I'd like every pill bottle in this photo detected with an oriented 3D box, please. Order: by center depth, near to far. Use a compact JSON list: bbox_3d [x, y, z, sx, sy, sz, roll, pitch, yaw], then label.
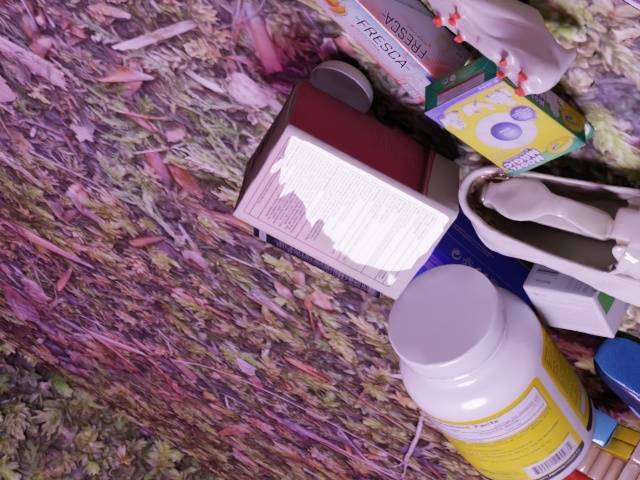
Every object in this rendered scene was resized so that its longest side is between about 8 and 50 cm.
[{"bbox_3d":[0.215,0.173,1.873,0.188,0.188,0.334,12,155,36],"label":"pill bottle"}]

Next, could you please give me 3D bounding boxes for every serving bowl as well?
[{"bbox_3d":[0.030,-0.191,1.782,0.083,0.027,0.083,25,155,13],"label":"serving bowl"}]

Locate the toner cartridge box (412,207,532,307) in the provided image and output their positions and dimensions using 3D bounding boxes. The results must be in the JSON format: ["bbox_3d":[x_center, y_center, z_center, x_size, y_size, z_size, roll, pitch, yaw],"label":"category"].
[{"bbox_3d":[0.115,-0.010,1.963,0.348,0.075,0.165,40,154,-17],"label":"toner cartridge box"}]

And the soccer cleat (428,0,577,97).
[{"bbox_3d":[0.176,-0.229,1.508,0.196,0.076,0.068,47,162,15],"label":"soccer cleat"}]

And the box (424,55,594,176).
[{"bbox_3d":[0.209,-0.130,1.602,0.179,0.043,0.105,29,141,-36],"label":"box"}]

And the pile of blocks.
[{"bbox_3d":[0.351,0.294,2.112,0.149,0.112,0.362,35,171,-23],"label":"pile of blocks"}]

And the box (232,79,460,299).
[{"bbox_3d":[0.034,-0.062,1.776,0.232,0.127,0.148,28,121,-11],"label":"box"}]

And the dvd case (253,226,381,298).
[{"bbox_3d":[0.000,0.000,2.182,0.221,0.018,0.164,26,156,10],"label":"dvd case"}]

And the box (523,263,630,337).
[{"bbox_3d":[0.323,0.050,1.804,0.102,0.101,0.087,11,149,38],"label":"box"}]

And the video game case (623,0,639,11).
[{"bbox_3d":[0.321,-0.285,1.132,0.248,0.035,0.275,31,129,0],"label":"video game case"}]

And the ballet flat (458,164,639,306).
[{"bbox_3d":[0.320,-0.010,1.639,0.400,0.139,0.139,15,151,38],"label":"ballet flat"}]

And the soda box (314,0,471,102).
[{"bbox_3d":[0.077,-0.235,1.603,0.183,0.063,0.058,42,152,-22],"label":"soda box"}]

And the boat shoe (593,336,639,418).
[{"bbox_3d":[0.482,0.218,1.967,0.258,0.109,0.089,44,169,15],"label":"boat shoe"}]
